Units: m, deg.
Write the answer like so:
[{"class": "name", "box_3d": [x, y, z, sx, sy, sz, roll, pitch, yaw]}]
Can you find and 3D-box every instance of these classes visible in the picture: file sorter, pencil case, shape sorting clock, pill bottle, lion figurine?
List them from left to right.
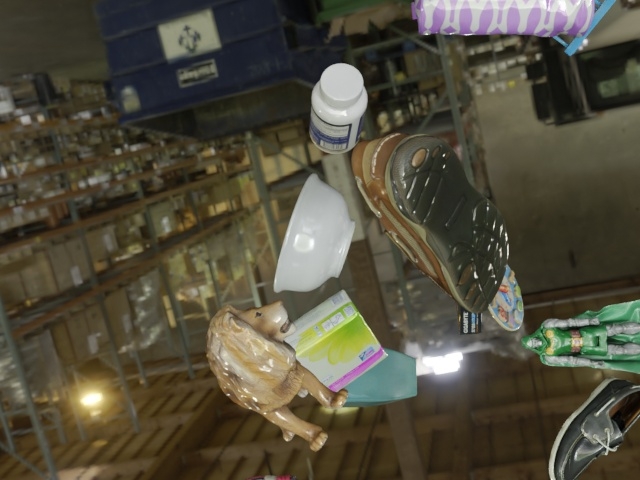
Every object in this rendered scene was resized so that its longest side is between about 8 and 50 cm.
[{"class": "lion figurine", "box_3d": [-0.100, 0.211, 1.237, 0.142, 0.240, 0.392, -58, -171, -23]}, {"class": "pill bottle", "box_3d": [0.030, -0.224, 1.328, 0.094, 0.094, 0.169, -15, 161, -9]}, {"class": "pencil case", "box_3d": [0.203, -0.269, 0.888, 0.206, 0.086, 0.088, 3, 171, 4]}, {"class": "shape sorting clock", "box_3d": [0.443, 0.120, 1.918, 0.040, 0.206, 0.206, -21, -178, 37]}, {"class": "file sorter", "box_3d": [0.354, -0.356, 1.028, 0.118, 0.104, 0.170, -49, 175, -32]}]

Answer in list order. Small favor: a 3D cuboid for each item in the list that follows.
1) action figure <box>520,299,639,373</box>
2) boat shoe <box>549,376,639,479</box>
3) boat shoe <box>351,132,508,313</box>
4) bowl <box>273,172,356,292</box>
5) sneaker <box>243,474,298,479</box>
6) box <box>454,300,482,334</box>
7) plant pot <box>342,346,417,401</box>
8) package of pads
[{"class": "action figure", "box_3d": [0.453, 0.168, 1.318, 0.232, 0.137, 0.063, -3, 177, 1]}, {"class": "boat shoe", "box_3d": [0.479, 0.331, 1.355, 0.233, 0.084, 0.079, -43, -154, -19]}, {"class": "boat shoe", "box_3d": [0.144, -0.027, 1.009, 0.120, 0.324, 0.122, 20, -114, 43]}, {"class": "bowl", "box_3d": [0.000, 0.000, 1.842, 0.134, 0.298, 0.298, 17, -167, 5]}, {"class": "sneaker", "box_3d": [-0.083, 0.514, 1.205, 0.112, 0.299, 0.121, -3, 167, 8]}, {"class": "box", "box_3d": [0.321, 0.070, 1.740, 0.051, 0.175, 0.220, -4, -142, 5]}, {"class": "plant pot", "box_3d": [0.145, 0.385, 2.221, 0.234, 0.165, 0.165, 5, 161, -16]}, {"class": "package of pads", "box_3d": [0.022, 0.271, 1.974, 0.229, 0.296, 0.101, -34, -126, -1]}]
